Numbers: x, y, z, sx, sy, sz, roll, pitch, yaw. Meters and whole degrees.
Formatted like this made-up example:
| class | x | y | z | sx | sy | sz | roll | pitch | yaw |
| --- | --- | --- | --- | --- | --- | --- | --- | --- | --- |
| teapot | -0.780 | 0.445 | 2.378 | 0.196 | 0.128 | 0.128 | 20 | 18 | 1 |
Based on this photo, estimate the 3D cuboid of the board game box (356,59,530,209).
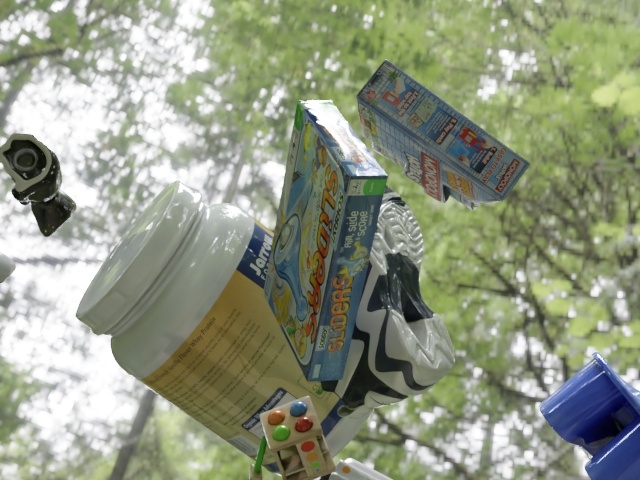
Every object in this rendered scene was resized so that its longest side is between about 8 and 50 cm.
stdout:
| class | x | y | z | sx | sy | sz | roll | pitch | yaw |
| --- | --- | --- | --- | --- | --- | --- | --- | --- | --- |
| board game box | 0.142 | -0.096 | 1.382 | 0.194 | 0.060 | 0.194 | 33 | -14 | 17 |

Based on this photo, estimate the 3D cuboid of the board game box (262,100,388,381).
| class | x | y | z | sx | sy | sz | roll | pitch | yaw |
| --- | --- | --- | --- | --- | --- | --- | --- | --- | --- |
| board game box | 0.000 | 0.000 | 1.023 | 0.035 | 0.136 | 0.201 | -2 | -58 | -21 |

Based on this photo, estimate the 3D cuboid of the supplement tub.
| class | x | y | z | sx | sy | sz | roll | pitch | yaw |
| --- | --- | --- | --- | --- | --- | --- | --- | --- | --- |
| supplement tub | -0.096 | 0.100 | 1.375 | 0.316 | 0.228 | 0.228 | 37 | -45 | -15 |

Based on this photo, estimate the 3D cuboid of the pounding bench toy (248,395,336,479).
| class | x | y | z | sx | sy | sz | roll | pitch | yaw |
| --- | --- | --- | --- | --- | --- | --- | --- | --- | --- |
| pounding bench toy | -0.037 | 0.196 | 1.148 | 0.083 | 0.052 | 0.065 | -21 | -54 | -3 |

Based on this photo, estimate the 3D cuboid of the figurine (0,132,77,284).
| class | x | y | z | sx | sy | sz | roll | pitch | yaw |
| --- | --- | --- | --- | --- | --- | --- | --- | --- | --- |
| figurine | -0.448 | -0.023 | 1.731 | 0.092 | 0.215 | 0.209 | 39 | -15 | 16 |

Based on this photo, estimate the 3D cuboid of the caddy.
| class | x | y | z | sx | sy | sz | roll | pitch | yaw |
| --- | --- | --- | --- | --- | --- | --- | --- | --- | --- |
| caddy | 0.497 | 0.308 | 1.916 | 0.179 | 0.241 | 0.341 | -38 | -30 | 7 |

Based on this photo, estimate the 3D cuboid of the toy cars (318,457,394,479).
| class | x | y | z | sx | sy | sz | roll | pitch | yaw |
| --- | --- | --- | --- | --- | --- | --- | --- | --- | --- |
| toy cars | 0.101 | 0.376 | 1.518 | 0.177 | 0.087 | 0.393 | 2 | -41 | 42 |

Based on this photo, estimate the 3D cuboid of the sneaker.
| class | x | y | z | sx | sy | sz | roll | pitch | yaw |
| --- | --- | --- | --- | --- | --- | --- | --- | --- | --- |
| sneaker | 0.029 | 0.060 | 1.130 | 0.094 | 0.234 | 0.153 | 10 | -41 | -43 |
